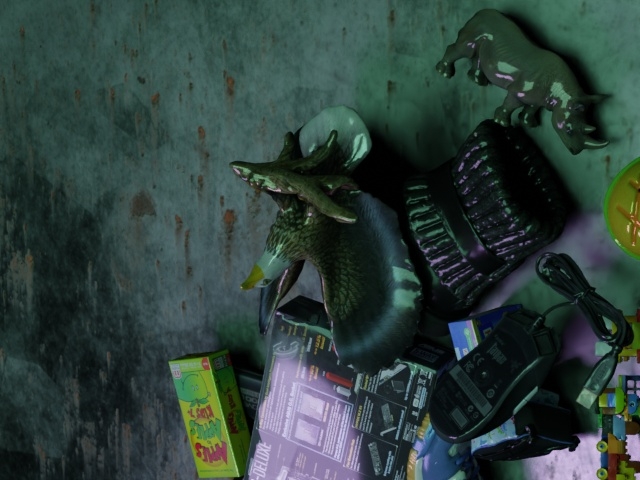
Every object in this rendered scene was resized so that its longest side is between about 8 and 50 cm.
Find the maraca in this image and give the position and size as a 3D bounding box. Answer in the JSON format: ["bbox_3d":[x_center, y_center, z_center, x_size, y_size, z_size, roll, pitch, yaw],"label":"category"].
[{"bbox_3d":[0.406,-0.047,1.713,0.185,0.099,0.127,-24,91,18],"label":"maraca"}]

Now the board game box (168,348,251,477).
[{"bbox_3d":[-0.157,0.255,2.267,0.092,0.043,0.181,-10,96,44],"label":"board game box"}]

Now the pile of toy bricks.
[{"bbox_3d":[0.377,0.190,1.799,0.105,0.118,0.212,0,82,15],"label":"pile of toy bricks"}]

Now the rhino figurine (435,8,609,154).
[{"bbox_3d":[0.250,-0.185,1.838,0.243,0.073,0.106,43,128,26],"label":"rhino figurine"}]

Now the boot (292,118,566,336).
[{"bbox_3d":[0.129,-0.075,1.927,0.348,0.131,0.260,47,134,11],"label":"boot"}]

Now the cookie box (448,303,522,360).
[{"bbox_3d":[0.215,0.133,1.915,0.040,0.107,0.092,-16,89,43],"label":"cookie box"}]

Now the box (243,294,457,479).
[{"bbox_3d":[0.033,0.258,2.088,0.242,0.076,0.307,19,113,21],"label":"box"}]

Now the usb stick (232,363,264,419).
[{"bbox_3d":[-0.072,0.231,2.244,0.278,0.045,0.077,12,114,40],"label":"usb stick"}]

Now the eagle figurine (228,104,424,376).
[{"bbox_3d":[-0.010,0.005,1.899,0.225,0.298,0.226,-19,50,6],"label":"eagle figurine"}]

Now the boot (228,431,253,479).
[{"bbox_3d":[-0.145,0.295,2.333,0.114,0.037,0.106,47,124,31],"label":"boot"}]

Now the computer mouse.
[{"bbox_3d":[0.253,0.157,1.789,0.262,0.060,0.184,-52,44,6],"label":"computer mouse"}]

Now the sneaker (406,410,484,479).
[{"bbox_3d":[0.184,0.332,2.003,0.131,0.112,0.296,19,120,28],"label":"sneaker"}]

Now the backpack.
[{"bbox_3d":[0.244,0.229,1.916,0.114,0.105,0.084,-29,57,45],"label":"backpack"}]
